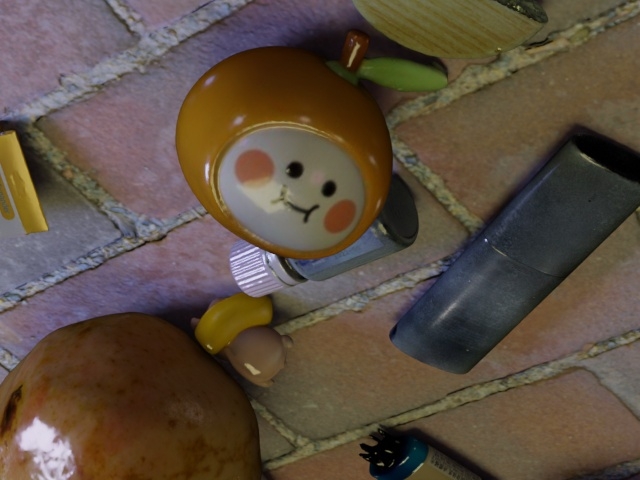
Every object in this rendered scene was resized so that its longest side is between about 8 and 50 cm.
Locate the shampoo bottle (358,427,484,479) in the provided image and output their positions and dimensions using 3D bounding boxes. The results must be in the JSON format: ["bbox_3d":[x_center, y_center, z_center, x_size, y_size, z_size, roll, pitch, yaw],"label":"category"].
[{"bbox_3d":[0.129,0.288,2.114,0.183,0.050,0.087,34,137,-23],"label":"shampoo bottle"}]

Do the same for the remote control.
[{"bbox_3d":[0.206,0.022,1.811,0.107,0.044,0.377,20,138,-17],"label":"remote control"}]

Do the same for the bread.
[{"bbox_3d":[0.100,-0.217,1.579,0.193,0.036,0.112,24,144,-13],"label":"bread"}]

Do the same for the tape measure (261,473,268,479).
[{"bbox_3d":[-0.182,0.368,2.213,0.265,0.130,0.258,-14,130,25],"label":"tape measure"}]

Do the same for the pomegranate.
[{"bbox_3d":[-0.218,0.234,1.962,0.343,0.342,0.342,6,138,5],"label":"pomegranate"}]

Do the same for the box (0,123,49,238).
[{"bbox_3d":[-0.414,-0.054,1.839,0.247,0.033,0.129,-6,119,15],"label":"box"}]

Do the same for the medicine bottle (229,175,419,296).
[{"bbox_3d":[0.000,0.000,1.800,0.203,0.083,0.083,-23,128,30],"label":"medicine bottle"}]

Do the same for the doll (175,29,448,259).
[{"bbox_3d":[-0.016,-0.110,1.624,0.213,0.213,0.236,32,102,-22],"label":"doll"}]

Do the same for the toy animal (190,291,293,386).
[{"bbox_3d":[-0.086,0.106,1.950,0.114,0.091,0.082,35,163,-7],"label":"toy animal"}]
